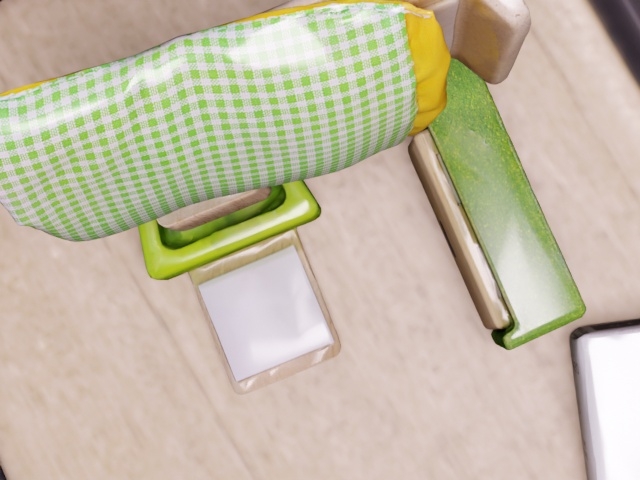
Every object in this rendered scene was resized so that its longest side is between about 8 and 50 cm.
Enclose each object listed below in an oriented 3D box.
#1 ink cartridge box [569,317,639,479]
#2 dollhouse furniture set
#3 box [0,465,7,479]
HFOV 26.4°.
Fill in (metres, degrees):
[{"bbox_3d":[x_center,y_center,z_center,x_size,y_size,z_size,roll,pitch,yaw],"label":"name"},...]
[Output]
[{"bbox_3d":[0.276,0.145,0.676,0.275,0.060,0.239,-8,89,5],"label":"ink cartridge box"},{"bbox_3d":[0.000,0.000,0.577,0.197,0.301,0.151,-22,86,3],"label":"dollhouse furniture set"},{"bbox_3d":[-0.329,0.194,0.674,0.343,0.179,0.313,-25,90,6],"label":"box"}]
